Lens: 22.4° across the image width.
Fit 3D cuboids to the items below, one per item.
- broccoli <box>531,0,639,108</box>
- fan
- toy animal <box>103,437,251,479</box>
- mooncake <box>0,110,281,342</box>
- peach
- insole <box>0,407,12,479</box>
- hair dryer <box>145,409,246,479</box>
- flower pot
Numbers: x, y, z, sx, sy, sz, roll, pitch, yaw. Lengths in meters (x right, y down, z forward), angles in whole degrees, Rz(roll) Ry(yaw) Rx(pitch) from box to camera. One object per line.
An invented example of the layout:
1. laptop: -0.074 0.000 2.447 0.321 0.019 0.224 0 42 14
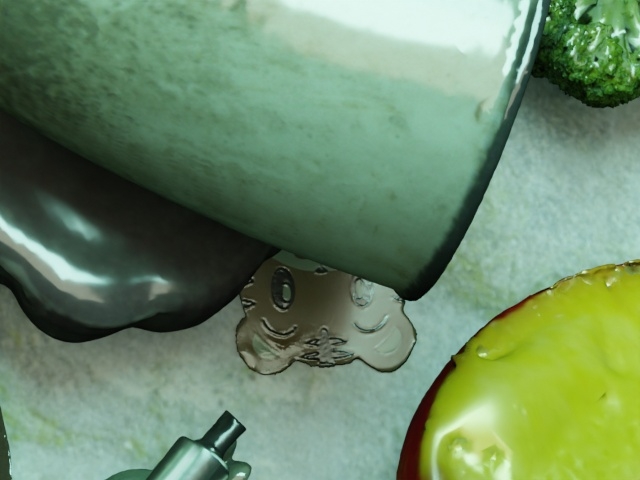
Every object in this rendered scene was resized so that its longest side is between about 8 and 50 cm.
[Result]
1. broccoli: 0.241 -0.251 1.291 0.304 0.283 0.321 35 59 10
2. fan: 0.000 0.000 1.347 0.152 0.008 0.226 -3 81 -8
3. toy animal: -0.160 0.239 1.236 0.236 0.108 0.138 -26 85 -16
4. mooncake: -0.149 -0.062 1.244 0.306 0.154 0.306 4 73 -14
5. peach: 0.240 0.185 1.233 0.380 0.242 0.306 -19 57 -12
6. insole: -0.287 0.146 1.225 0.111 0.007 0.328 -13 62 9
7. hair dryer: -0.112 0.295 1.134 0.284 0.156 0.320 -35 114 -6
8. flower pot: -0.039 -0.144 1.072 0.330 0.293 0.293 18 78 -7
